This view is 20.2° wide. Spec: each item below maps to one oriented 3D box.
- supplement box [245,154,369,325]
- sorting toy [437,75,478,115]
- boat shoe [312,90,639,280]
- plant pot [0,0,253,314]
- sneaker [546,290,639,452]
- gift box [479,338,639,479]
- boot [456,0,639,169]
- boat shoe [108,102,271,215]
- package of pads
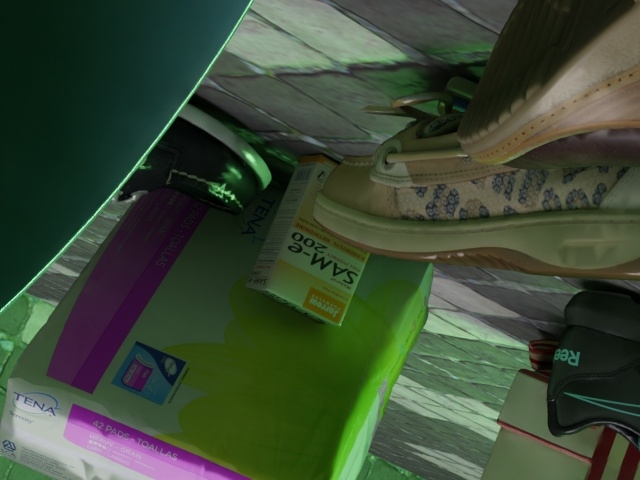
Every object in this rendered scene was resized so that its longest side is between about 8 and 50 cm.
[{"bbox_3d":[0.000,0.000,1.193,0.062,0.098,0.036,26,169,-24],"label":"supplement box"},{"bbox_3d":[0.100,-0.057,0.923,0.083,0.012,0.062,23,170,1],"label":"sorting toy"},{"bbox_3d":[0.098,-0.031,0.859,0.105,0.089,0.285,2,-178,-36],"label":"boat shoe"},{"bbox_3d":[-0.163,-0.119,0.455,0.235,0.293,0.293,38,173,12],"label":"plant pot"},{"bbox_3d":[0.280,0.126,1.233,0.267,0.106,0.101,21,169,2],"label":"sneaker"},{"bbox_3d":[0.243,0.235,1.428,0.255,0.258,0.276,21,178,8],"label":"gift box"},{"bbox_3d":[0.174,-0.035,0.654,0.207,0.090,0.248,27,166,-12],"label":"boot"},{"bbox_3d":[-0.154,-0.074,1.163,0.302,0.091,0.114,31,167,-39],"label":"boat shoe"},{"bbox_3d":[-0.058,0.074,1.251,0.229,0.296,0.101,22,129,5],"label":"package of pads"}]
